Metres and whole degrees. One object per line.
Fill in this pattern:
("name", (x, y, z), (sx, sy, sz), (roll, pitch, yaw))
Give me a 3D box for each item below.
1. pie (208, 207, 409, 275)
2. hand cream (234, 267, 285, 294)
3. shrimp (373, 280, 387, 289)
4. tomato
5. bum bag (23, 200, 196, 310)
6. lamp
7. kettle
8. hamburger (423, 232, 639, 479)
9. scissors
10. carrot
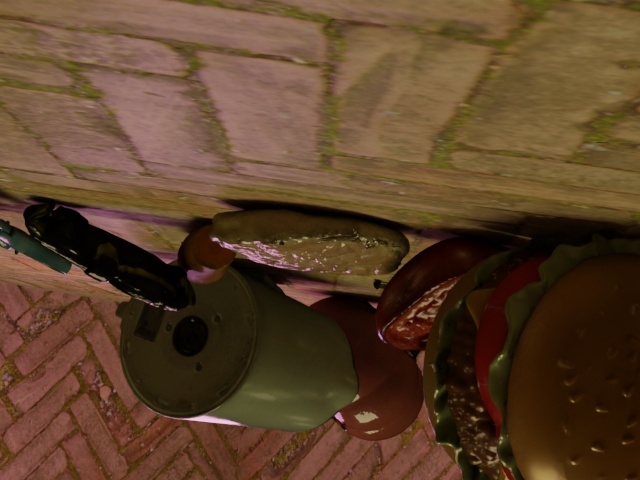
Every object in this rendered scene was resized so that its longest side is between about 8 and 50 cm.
("pie", (0.000, 0.004, 1.318), (0.185, 0.052, 0.218), (5, 172, 27))
("hand cream", (-0.120, 0.077, 2.205), (0.109, 0.067, 0.321), (7, 166, 11))
("shrimp", (0.124, 0.076, 1.969), (0.083, 0.023, 0.114), (12, 176, -17))
("tomato", (0.148, 0.050, 1.340), (0.174, 0.082, 0.166), (15, 136, -42))
("bum bag", (-0.250, 0.020, 1.511), (0.232, 0.060, 0.107), (32, -170, -18))
("lamp", (0.084, 0.233, 2.430), (0.239, 0.305, 0.305), (-37, 175, -4))
("kettle", (-0.163, 0.177, 2.102), (0.361, 0.250, 0.376), (13, 173, 30))
("hamburger", (0.244, 0.128, 1.165), (0.274, 0.274, 0.212), (10, 176, -26))
("scissors", (-0.392, -0.024, 1.475), (0.180, 0.032, 0.393), (24, 172, 3))
("carrot", (-0.140, 0.016, 1.550), (0.067, 0.067, 0.225), (8, 172, -9))
